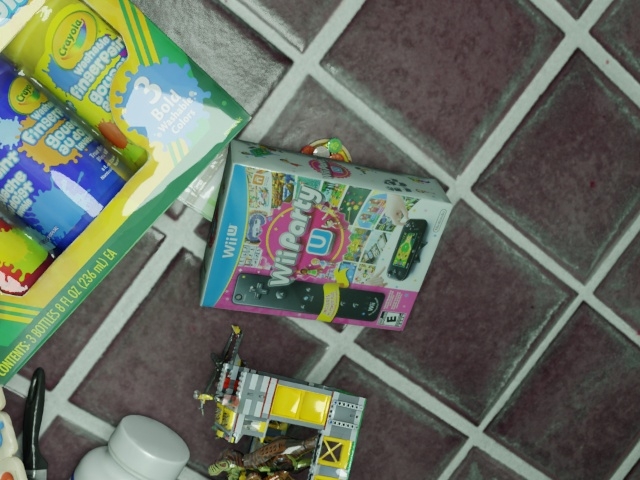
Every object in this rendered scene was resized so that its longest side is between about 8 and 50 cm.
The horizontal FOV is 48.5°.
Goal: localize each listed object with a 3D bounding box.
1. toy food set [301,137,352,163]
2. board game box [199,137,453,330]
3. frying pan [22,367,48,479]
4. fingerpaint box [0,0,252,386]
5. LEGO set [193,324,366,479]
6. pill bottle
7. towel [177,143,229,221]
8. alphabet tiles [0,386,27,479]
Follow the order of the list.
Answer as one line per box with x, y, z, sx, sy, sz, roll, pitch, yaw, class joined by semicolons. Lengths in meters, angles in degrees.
0.007;-0.109;1.046;0.083;0.020;0.082;-32;108;-5;toy food set
0.000;0.000;0.998;0.304;0.097;0.223;9;118;-14;board game box
-0.419;0.365;0.982;0.197;0.326;0.053;-34;143;24;frying pan
-0.370;-0.116;0.864;0.371;0.163;0.445;43;90;-13;fingerpaint box
-0.097;0.267;0.934;0.192;0.331;0.254;17;89;-21;LEGO set
-0.303;0.394;1.014;0.152;0.152;0.272;31;94;-18;pill bottle
-0.178;-0.106;1.000;0.152;0.023;0.113;34;93;-18;towel
-0.469;0.289;0.912;0.278;0.021;0.284;-33;71;28;alphabet tiles
